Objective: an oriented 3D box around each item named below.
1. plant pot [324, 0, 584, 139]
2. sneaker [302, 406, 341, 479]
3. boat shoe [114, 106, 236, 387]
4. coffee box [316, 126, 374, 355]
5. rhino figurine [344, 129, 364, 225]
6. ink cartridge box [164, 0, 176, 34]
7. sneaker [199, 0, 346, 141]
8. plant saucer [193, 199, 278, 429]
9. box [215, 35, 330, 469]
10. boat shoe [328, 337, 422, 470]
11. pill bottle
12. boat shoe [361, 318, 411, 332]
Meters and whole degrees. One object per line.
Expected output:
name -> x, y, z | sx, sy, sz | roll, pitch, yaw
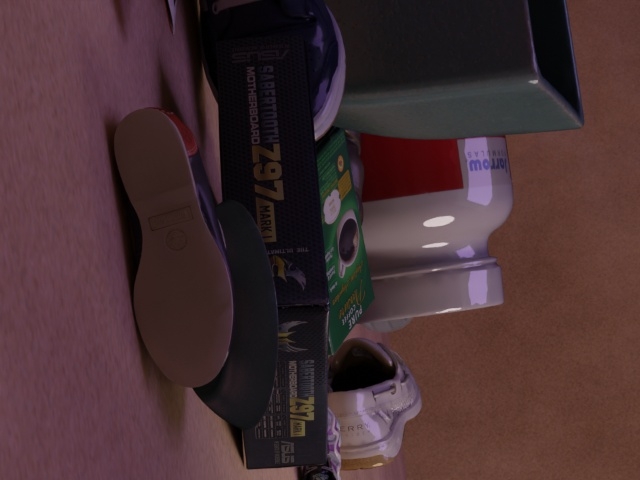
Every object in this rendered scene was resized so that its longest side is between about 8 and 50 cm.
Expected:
plant pot -> 0.060, -0.203, 1.273 | 0.248, 0.252, 0.247 | 13, 67, -72
sneaker -> 0.001, 0.187, 1.294 | 0.069, 0.038, 0.098 | -83, 164, -75
boat shoe -> -0.070, 0.002, 0.754 | 0.043, 0.049, 0.137 | -20, 97, -87
coffee box -> 0.000, 0.000, 1.412 | 0.113, 0.040, 0.184 | -53, 137, -54
rhino figurine -> 0.007, -0.035, 1.550 | 0.106, 0.073, 0.243 | 62, 25, -65
ink cartridge box -> -0.098, -0.167, 0.797 | 0.063, 0.029, 0.115 | -93, 174, -50
sneaker -> -0.049, -0.208, 1.038 | 0.153, 0.099, 0.282 | 71, 11, -62
plant saucer -> -0.053, 0.039, 0.801 | 0.119, 0.021, 0.119 | 177, -90, -67
box -> -0.028, 0.015, 0.959 | 0.233, 0.059, 0.183 | 90, -3, -59
boat shoe -> 0.049, 0.143, 1.580 | 0.277, 0.098, 0.096 | -71, 153, -77
pill bottle -> 0.090, -0.120, 1.724 | 0.229, 0.229, 0.408 | 2, 79, -85
boat shoe -> 0.059, -0.018, 1.947 | 0.094, 0.109, 0.302 | -95, 172, -53
